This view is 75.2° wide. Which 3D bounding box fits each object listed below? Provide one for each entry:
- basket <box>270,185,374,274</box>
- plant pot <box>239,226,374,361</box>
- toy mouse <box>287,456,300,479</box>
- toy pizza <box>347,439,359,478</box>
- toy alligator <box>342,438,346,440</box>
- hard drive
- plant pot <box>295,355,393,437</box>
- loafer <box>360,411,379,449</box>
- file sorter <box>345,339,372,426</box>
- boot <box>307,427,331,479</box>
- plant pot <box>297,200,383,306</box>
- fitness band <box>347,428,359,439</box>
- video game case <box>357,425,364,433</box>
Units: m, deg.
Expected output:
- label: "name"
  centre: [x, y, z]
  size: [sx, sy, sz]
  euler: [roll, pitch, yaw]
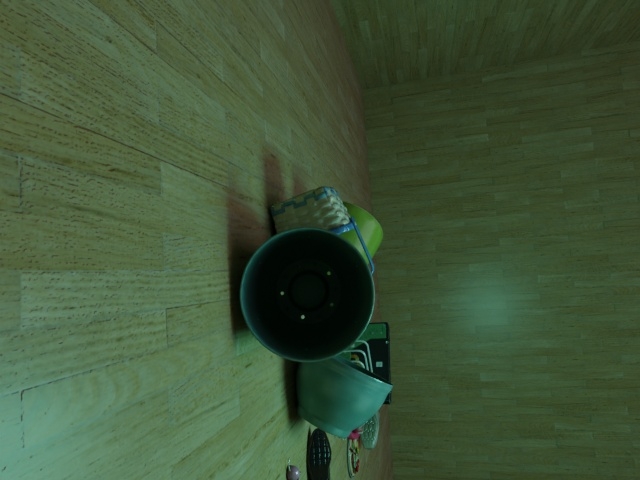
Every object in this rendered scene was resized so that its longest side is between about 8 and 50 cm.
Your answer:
- label: "basket"
  centre: [0.000, 0.000, 1.206]
  size: [0.201, 0.255, 0.288]
  euler: [-6, 80, -75]
- label: "plant pot"
  centre: [-0.031, 0.124, 1.014]
  size: [0.235, 0.293, 0.292]
  euler: [103, -17, -85]
- label: "toy mouse"
  centre: [-0.070, 0.676, 1.131]
  size: [0.143, 0.031, 0.160]
  euler: [55, 32, -63]
- label: "toy pizza"
  centre: [0.157, 0.988, 1.926]
  size: [0.201, 0.032, 0.201]
  euler: [-5, 90, -76]
- label: "toy alligator"
  centre: [0.090, 0.733, 1.722]
  size: [0.051, 0.056, 0.189]
  euler: [-52, -158, 44]
- label: "hard drive"
  centre: [0.177, 0.515, 1.762]
  size: [0.064, 0.237, 0.338]
  euler: [68, 21, -51]
- label: "plant pot"
  centre: [0.043, 0.456, 1.246]
  size: [0.196, 0.293, 0.293]
  euler: [-63, 158, -11]
- label: "loafer"
  centre: [0.269, 0.963, 2.221]
  size: [0.319, 0.112, 0.111]
  euler: [-78, 149, -52]
- label: "file sorter"
  centre: [0.087, 0.519, 1.532]
  size: [0.277, 0.173, 0.192]
  euler: [-62, 144, -65]
- label: "boot"
  centre: [-0.006, 0.723, 1.339]
  size: [0.106, 0.082, 0.219]
  euler: [107, -19, -65]
- label: "plant pot"
  centre: [0.038, 0.064, 1.394]
  size: [0.274, 0.275, 0.293]
  euler: [68, 37, -49]
- label: "fitness band"
  centre: [0.142, 0.753, 1.905]
  size: [0.209, 0.054, 0.290]
  euler: [55, 31, -68]
- label: "video game case"
  centre: [0.171, 0.691, 1.890]
  size: [0.204, 0.025, 0.284]
  euler: [5, 77, -80]
